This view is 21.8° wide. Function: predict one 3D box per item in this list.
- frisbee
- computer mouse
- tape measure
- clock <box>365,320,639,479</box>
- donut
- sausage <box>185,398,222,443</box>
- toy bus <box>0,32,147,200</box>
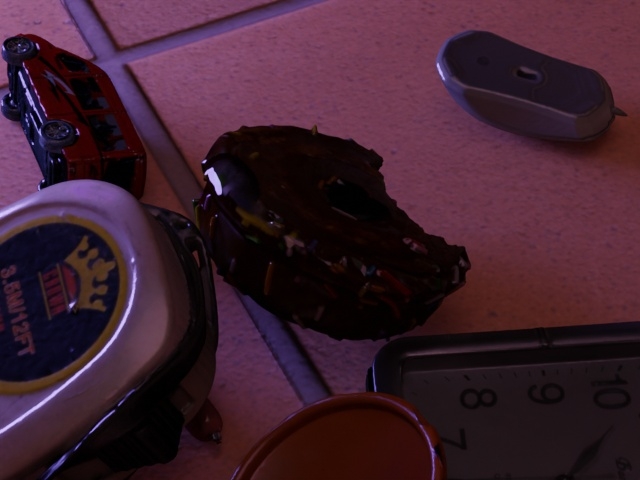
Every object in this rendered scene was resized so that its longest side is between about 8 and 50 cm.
[{"bbox_3d":[0.009,0.197,1.213,0.192,0.035,0.192,-20,42,20],"label":"frisbee"},{"bbox_3d":[0.193,-0.134,1.531,0.182,0.056,0.089,18,55,8],"label":"computer mouse"},{"bbox_3d":[-0.178,0.096,1.258,0.231,0.133,0.271,-24,52,5],"label":"tape measure"},{"bbox_3d":[0.179,0.182,1.244,0.279,0.049,0.273,-3,48,0],"label":"clock"},{"bbox_3d":[-0.001,-0.001,1.346,0.216,0.096,0.230,-8,44,-48],"label":"donut"},{"bbox_3d":[-0.141,0.089,1.350,0.029,0.029,0.223,-27,53,-22],"label":"sausage"},{"bbox_3d":[-0.228,-0.111,1.505,0.089,0.081,0.195,-12,47,-22],"label":"toy bus"}]
